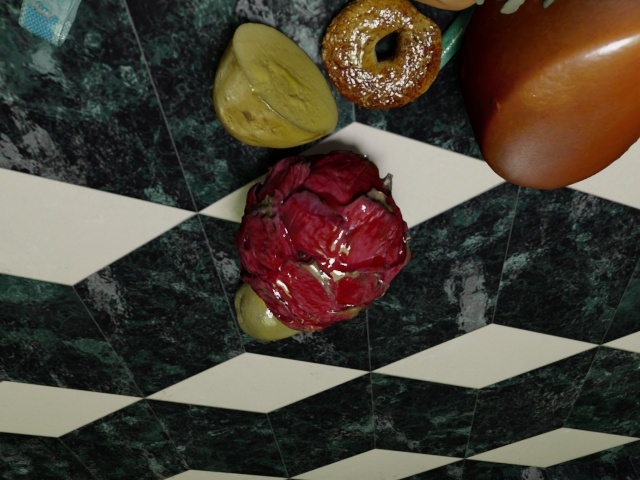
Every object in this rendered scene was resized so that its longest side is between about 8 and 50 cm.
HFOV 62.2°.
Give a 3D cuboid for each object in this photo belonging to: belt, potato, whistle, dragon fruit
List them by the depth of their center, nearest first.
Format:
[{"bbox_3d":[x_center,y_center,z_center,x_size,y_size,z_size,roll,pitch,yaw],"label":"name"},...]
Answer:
[{"bbox_3d":[-0.328,-0.356,0.675,0.072,0.087,0.302,22,152,-30],"label":"belt"},{"bbox_3d":[0.225,-0.336,0.842,0.039,0.039,0.186,24,127,-25],"label":"whistle"},{"bbox_3d":[-0.092,-0.219,0.848,0.203,0.178,0.158,15,148,-37],"label":"potato"},{"bbox_3d":[-0.001,0.000,0.959,0.329,0.329,0.329,-3,134,-3],"label":"dragon fruit"},{"bbox_3d":[-0.094,0.153,1.217,0.193,0.157,0.157,-3,135,-21],"label":"potato"}]

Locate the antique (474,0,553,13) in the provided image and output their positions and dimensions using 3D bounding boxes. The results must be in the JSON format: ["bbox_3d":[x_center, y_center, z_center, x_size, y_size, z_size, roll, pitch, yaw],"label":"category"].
[{"bbox_3d":[0.199,-0.394,0.592,0.125,0.284,0.150,-10,169,-11],"label":"antique"}]

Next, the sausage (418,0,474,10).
[{"bbox_3d":[0.128,-0.395,0.714,0.241,0.120,0.136,15,142,-10],"label":"sausage"}]

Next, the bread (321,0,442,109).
[{"bbox_3d":[0.096,-0.291,0.838,0.193,0.064,0.193,4,129,5],"label":"bread"}]

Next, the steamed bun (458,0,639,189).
[{"bbox_3d":[0.331,-0.232,0.761,0.248,0.235,0.379,-6,159,3],"label":"steamed bun"}]
